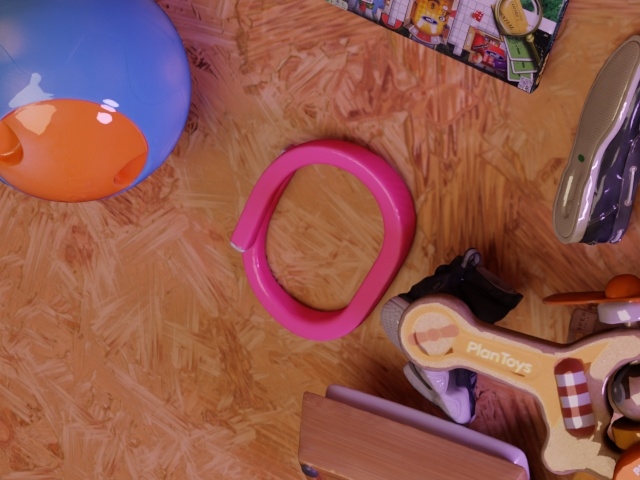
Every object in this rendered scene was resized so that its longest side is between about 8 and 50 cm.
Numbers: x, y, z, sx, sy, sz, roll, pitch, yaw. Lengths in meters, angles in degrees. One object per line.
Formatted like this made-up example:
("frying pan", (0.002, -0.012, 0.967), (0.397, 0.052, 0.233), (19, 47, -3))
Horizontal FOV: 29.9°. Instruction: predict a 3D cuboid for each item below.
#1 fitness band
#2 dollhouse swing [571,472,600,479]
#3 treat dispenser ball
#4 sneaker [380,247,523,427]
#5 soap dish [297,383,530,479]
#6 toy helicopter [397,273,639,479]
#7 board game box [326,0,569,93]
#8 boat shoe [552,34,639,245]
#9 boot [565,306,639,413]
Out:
("fitness band", (0.000, 0.000, 1.508), (0.209, 0.054, 0.290), (37, 128, 11))
("dollhouse swing", (0.445, 0.470, 1.430), (0.347, 0.305, 0.315), (24, 84, 30))
("treat dispenser ball", (-0.302, -0.189, 1.456), (0.288, 0.288, 0.288), (14, 119, 26))
("sneaker", (0.173, 0.116, 1.422), (0.101, 0.153, 0.268), (41, 168, 37))
("soap dish", (0.117, 0.308, 1.493), (0.291, 0.118, 0.229), (16, 149, 24))
("toy helicopter", (0.254, 0.123, 1.233), (0.355, 0.140, 0.234), (19, 105, 14))
("board game box", (0.132, -0.268, 1.274), (0.260, 0.030, 0.136), (27, 126, 17))
("boat shoe", (0.314, -0.102, 1.260), (0.079, 0.084, 0.233), (7, 115, -13))
("boot", (0.371, 0.095, 1.299), (0.204, 0.095, 0.261), (16, 123, 27))
